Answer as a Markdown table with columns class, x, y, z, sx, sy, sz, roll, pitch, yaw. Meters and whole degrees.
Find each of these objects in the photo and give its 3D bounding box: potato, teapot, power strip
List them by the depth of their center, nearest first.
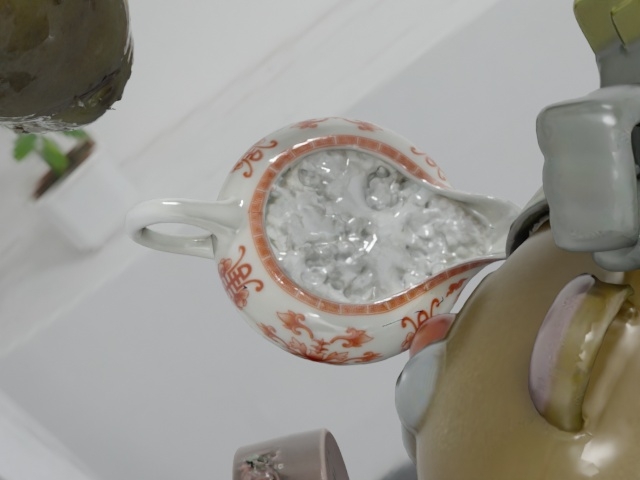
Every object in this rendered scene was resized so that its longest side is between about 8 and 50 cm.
| class | x | y | z | sx | sy | sz | roll | pitch | yaw |
| --- | --- | --- | --- | --- | --- | --- | --- | --- | --- |
| teapot | 0.000 | 0.000 | 0.995 | 0.116 | 0.245 | 0.159 | 151 | 116 | -72 |
| potato | -0.207 | -0.150 | 1.024 | 0.165 | 0.165 | 0.262 | -47 | -12 | -9 |
| power strip | -0.014 | 0.222 | 1.227 | 0.078 | 0.154 | 0.154 | -12 | 34 | 7 |

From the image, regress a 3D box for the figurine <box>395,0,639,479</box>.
| class | x | y | z | sx | sy | sz | roll | pitch | yaw |
| --- | --- | --- | --- | --- | --- | --- | --- | --- | --- |
| figurine | 0.136 | 0.030 | 0.682 | 0.167 | 0.342 | 0.285 | -1 | 54 | 38 |
